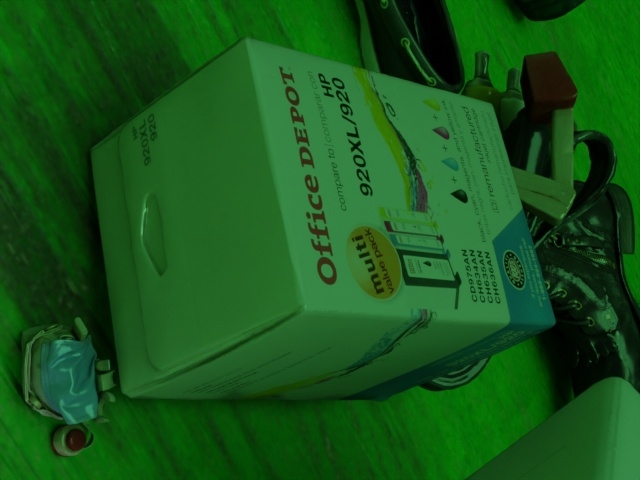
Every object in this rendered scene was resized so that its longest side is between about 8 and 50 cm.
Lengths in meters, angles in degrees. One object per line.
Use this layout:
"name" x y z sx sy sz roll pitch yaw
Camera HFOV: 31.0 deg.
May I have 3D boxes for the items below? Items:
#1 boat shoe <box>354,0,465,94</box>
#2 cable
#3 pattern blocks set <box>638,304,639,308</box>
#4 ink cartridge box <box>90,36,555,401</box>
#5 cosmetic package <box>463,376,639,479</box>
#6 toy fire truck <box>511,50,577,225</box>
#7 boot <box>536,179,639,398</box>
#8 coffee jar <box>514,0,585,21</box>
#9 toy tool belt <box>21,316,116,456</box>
"boat shoe" 0.061 -0.220 0.937 0.081 0.068 0.228 -25 100 -45
"cable" 0.149 -0.006 0.927 0.139 0.072 0.287 23 77 -19
"pattern blocks set" 0.408 0.159 1.079 0.026 0.325 0.285 -34 117 -2
"ink cartridge box" 0.000 0.000 0.741 0.232 0.168 0.171 7 63 -44
"cosmetic package" 0.125 0.352 0.572 0.327 0.329 0.394 43 31 -5
"toy fire truck" 0.138 -0.037 0.862 0.047 0.135 0.192 77 2 -72
"boot" 0.184 0.042 1.015 0.229 0.091 0.263 7 74 -39
"coffee jar" 0.182 -0.298 1.067 0.184 0.079 0.096 42 55 -31
"toy tool belt" -0.146 0.088 0.682 0.052 0.051 0.083 -15 93 -46
